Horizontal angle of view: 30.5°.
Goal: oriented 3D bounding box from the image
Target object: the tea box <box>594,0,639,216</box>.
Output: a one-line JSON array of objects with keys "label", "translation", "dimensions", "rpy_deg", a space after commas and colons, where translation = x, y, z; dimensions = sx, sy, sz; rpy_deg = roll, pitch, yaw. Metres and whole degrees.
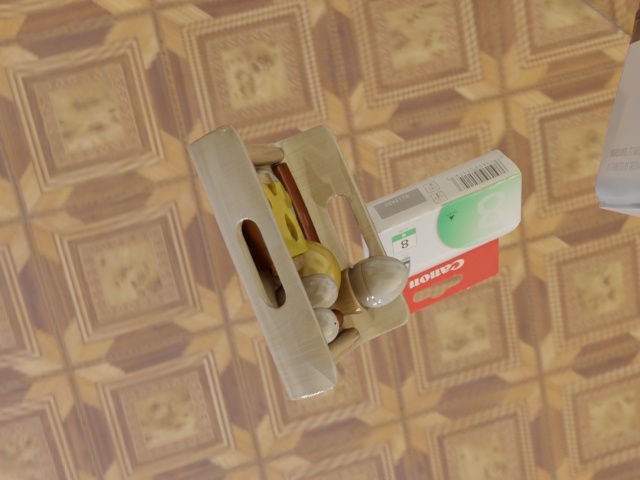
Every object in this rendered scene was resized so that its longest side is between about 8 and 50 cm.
[{"label": "tea box", "translation": [0.332, -0.125, 0.478], "dimensions": [0.329, 0.220, 0.323], "rpy_deg": [16, 92, -4]}]

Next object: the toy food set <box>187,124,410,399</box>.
[{"label": "toy food set", "translation": [0.000, 0.000, 1.038], "dimensions": [0.092, 0.306, 0.219], "rpy_deg": [-23, 89, 14]}]

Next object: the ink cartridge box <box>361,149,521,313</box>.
[{"label": "ink cartridge box", "translation": [0.143, 0.016, 1.364], "dimensions": [0.181, 0.056, 0.224], "rpy_deg": [-23, 137, -12]}]
